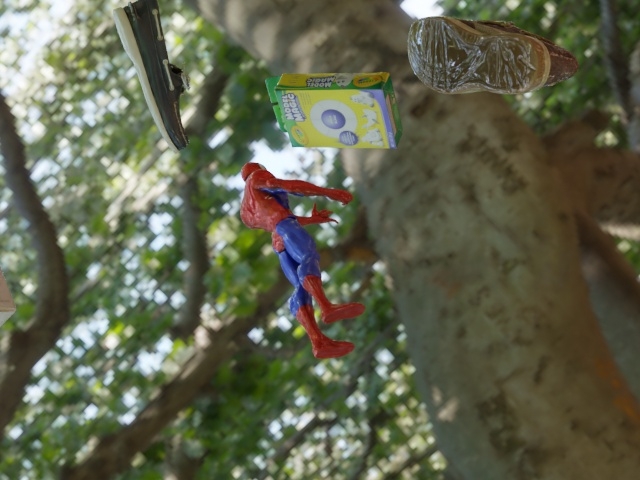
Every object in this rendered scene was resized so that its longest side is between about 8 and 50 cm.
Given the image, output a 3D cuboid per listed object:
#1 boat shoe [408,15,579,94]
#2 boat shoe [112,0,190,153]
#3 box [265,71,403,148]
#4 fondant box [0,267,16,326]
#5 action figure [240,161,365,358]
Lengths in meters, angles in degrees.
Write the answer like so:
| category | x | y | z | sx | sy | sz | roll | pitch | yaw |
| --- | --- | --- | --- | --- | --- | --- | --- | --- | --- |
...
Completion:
| category | x | y | z | sx | sy | sz | roll | pitch | yaw |
| --- | --- | --- | --- | --- | --- | --- | --- | --- | --- |
| boat shoe | 0.272 | -0.296 | 2.102 | 0.123 | 0.123 | 0.342 | -7 | -166 | -32 |
| boat shoe | -0.249 | -0.260 | 2.066 | 0.095 | 0.079 | 0.254 | -134 | 22 | -68 |
| box | 0.014 | -0.177 | 1.784 | 0.043 | 0.179 | 0.105 | -66 | -31 | -41 |
| fondant box | -0.511 | 0.011 | 1.565 | 0.096 | 0.238 | 0.330 | 7 | -131 | -50 |
| action figure | 0.000 | 0.000 | 1.465 | 0.139 | 0.091 | 0.280 | -9 | -134 | -27 |
